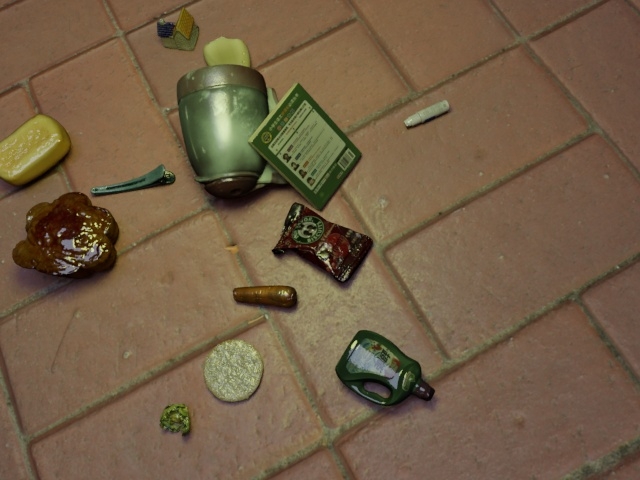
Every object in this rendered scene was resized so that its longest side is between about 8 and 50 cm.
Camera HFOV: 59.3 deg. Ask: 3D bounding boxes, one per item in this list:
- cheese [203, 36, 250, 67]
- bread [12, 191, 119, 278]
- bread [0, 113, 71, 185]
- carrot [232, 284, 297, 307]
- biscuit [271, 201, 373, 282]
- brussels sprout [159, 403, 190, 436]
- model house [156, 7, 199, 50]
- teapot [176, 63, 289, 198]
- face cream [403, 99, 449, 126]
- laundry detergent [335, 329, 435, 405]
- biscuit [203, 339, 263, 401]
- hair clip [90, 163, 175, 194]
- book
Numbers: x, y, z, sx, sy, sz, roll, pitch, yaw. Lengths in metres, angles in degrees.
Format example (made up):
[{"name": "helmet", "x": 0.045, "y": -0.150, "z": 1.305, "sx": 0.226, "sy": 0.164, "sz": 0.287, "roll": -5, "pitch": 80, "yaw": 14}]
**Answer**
[{"name": "cheese", "x": -0.239, "y": -0.484, "z": 1.627, "sx": 0.127, "sy": 0.050, "sz": 0.255, "roll": -28, "pitch": 72, "yaw": -7}, {"name": "bread", "x": -0.637, "y": -0.010, "z": 1.448, "sx": 0.247, "sy": 0.135, "sz": 0.232, "roll": 6, "pitch": 71, "yaw": 8}, {"name": "bread", "x": -0.800, "y": -0.245, "z": 1.565, "sx": 0.217, "sy": 0.098, "sz": 0.147, "roll": -37, "pitch": 73, "yaw": -6}, {"name": "carrot", "x": -0.137, "y": 0.137, "z": 1.399, "sx": 0.162, "sy": 0.055, "sz": 0.055, "roll": 2, "pitch": 71, "yaw": 13}, {"name": "biscuit", "x": -0.002, "y": 0.006, "z": 1.426, "sx": 0.235, "sy": 0.063, "sz": 0.151, "roll": 24, "pitch": 63, "yaw": 17}, {"name": "brussels sprout", "x": -0.339, "y": 0.415, "z": 1.317, "sx": 0.085, "sy": 0.058, "sz": 0.085, "roll": 2, "pitch": 104, "yaw": 7}, {"name": "model house", "x": -0.426, "y": -0.630, "z": 1.666, "sx": 0.101, "sy": 0.100, "sz": 0.087, "roll": 7, "pitch": 72, "yaw": 8}, {"name": "teapot", "x": -0.203, "y": -0.265, "z": 1.473, "sx": 0.315, "sy": 0.233, "sz": 0.312, "roll": -5, "pitch": 83, "yaw": -20}, {"name": "face cream", "x": 0.287, "y": -0.343, "z": 1.536, "sx": 0.130, "sy": 0.034, "sz": 0.034, "roll": -25, "pitch": 70, "yaw": -5}, {"name": "laundry detergent", "x": 0.153, "y": 0.313, "z": 1.298, "sx": 0.222, "sy": 0.078, "sz": 0.144, "roll": 32, "pitch": 78, "yaw": 12}, {"name": "biscuit", "x": -0.210, "y": 0.313, "z": 1.357, "sx": 0.152, "sy": 0.020, "sz": 0.152, "roll": -2, "pitch": 69, "yaw": 5}, {"name": "hair clip", "x": -0.516, "y": -0.154, "z": 1.537, "sx": 0.230, "sy": 0.070, "sz": 0.039, "roll": -15, "pitch": 73, "yaw": 7}, {"name": "book", "x": -0.032, "y": -0.237, "z": 1.441, "sx": 0.264, "sy": 0.027, "sz": 0.202, "roll": 43, "pitch": 76, "yaw": -28}]
